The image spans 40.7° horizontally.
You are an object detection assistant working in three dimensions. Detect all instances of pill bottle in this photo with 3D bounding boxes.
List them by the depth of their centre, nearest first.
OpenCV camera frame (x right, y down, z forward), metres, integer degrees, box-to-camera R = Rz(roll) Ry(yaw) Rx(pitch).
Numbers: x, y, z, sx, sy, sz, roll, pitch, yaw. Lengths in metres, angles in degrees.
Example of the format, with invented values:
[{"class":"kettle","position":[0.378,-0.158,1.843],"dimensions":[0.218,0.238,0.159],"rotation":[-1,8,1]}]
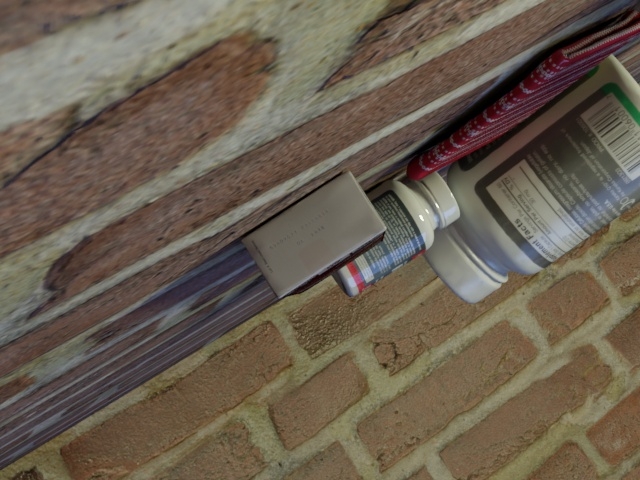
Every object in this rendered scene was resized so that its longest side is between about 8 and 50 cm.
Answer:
[{"class":"pill bottle","position":[0.086,-0.016,1.127],"dimensions":[0.180,0.108,0.108],"rotation":[-32,176,-5]},{"class":"pill bottle","position":[0.310,-0.081,1.221],"dimensions":[0.361,0.204,0.204],"rotation":[-38,174,19]}]

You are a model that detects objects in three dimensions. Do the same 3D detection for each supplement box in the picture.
[{"class":"supplement box","position":[0.000,0.000,0.946],"dimensions":[0.130,0.073,0.239],"rotation":[-33,176,2]}]

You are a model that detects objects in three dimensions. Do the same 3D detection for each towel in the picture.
[{"class":"towel","position":[0.234,-0.167,1.014],"dimensions":[0.199,0.031,0.275],"rotation":[-29,174,-38]}]
